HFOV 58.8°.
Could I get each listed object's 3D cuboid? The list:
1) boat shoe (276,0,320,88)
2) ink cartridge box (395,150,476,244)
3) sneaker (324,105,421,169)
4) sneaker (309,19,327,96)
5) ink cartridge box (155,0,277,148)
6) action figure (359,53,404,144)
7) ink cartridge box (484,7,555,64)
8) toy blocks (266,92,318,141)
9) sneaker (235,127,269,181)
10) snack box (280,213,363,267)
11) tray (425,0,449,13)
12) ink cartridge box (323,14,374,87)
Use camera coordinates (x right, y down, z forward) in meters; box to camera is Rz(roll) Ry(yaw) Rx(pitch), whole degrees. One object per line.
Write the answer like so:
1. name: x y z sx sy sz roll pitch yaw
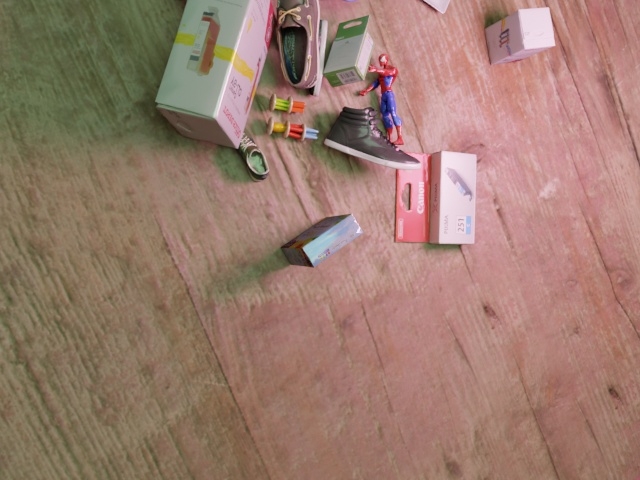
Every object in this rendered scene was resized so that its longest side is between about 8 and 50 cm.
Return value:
1. boat shoe: -0.067 -0.581 1.552 0.117 0.097 0.324 1 108 18
2. ink cartridge box: 0.371 -0.136 1.817 0.261 0.066 0.296 1 90 -22
3. sneaker: 0.171 -0.306 1.665 0.296 0.104 0.146 19 105 2
4. sneaker: -0.048 -0.535 1.658 0.121 0.079 0.216 6 99 -1
5. ink cartridge box: -0.253 -0.459 1.446 0.160 0.279 0.384 16 85 4
6. action figure: 0.176 -0.428 1.724 0.139 0.091 0.280 -5 92 -30
7. ink cartridge box: 0.652 -0.667 1.859 0.128 0.176 0.127 -13 95 -21
8. toy blocks: -0.075 -0.354 1.650 0.148 0.054 0.123 7 88 -21
9. sneaker: -0.198 -0.256 1.587 0.064 0.086 0.192 -31 101 -18
10. snack box: 0.000 0.000 1.600 0.174 0.207 0.070 -34 102 -16
11. tray: 0.308 -0.849 1.806 0.270 0.030 0.145 27 80 -19
12. ink cartridge box: 0.090 -0.555 1.664 0.062 0.109 0.209 45 51 -46
